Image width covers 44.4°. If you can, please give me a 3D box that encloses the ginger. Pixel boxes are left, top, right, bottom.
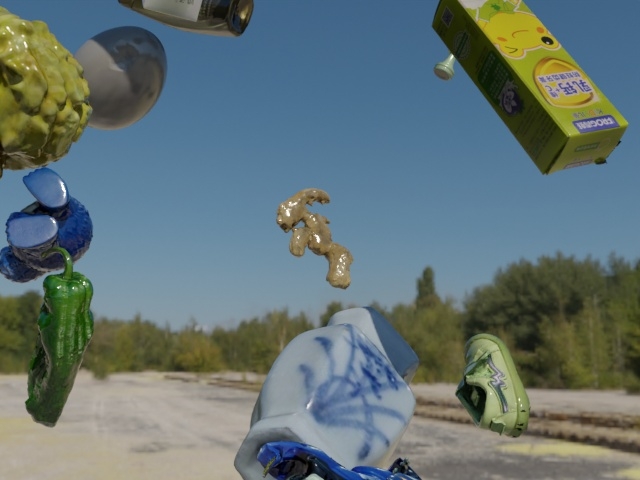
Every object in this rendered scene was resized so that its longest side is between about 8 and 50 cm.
[{"bbox_3d":[-0.015,0.000,1.754,0.149,0.259,0.065,-8,-26,-22],"label":"ginger"}]

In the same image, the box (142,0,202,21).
[{"bbox_3d":[-0.208,-0.414,1.169,0.083,0.154,0.040,7,32,-25],"label":"box"}]

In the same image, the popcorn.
[{"bbox_3d":[-0.476,-0.220,1.163,0.257,0.271,0.224,-15,-9,-3],"label":"popcorn"}]

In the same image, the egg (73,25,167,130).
[{"bbox_3d":[-0.391,-0.315,1.516,0.231,0.176,0.176,-31,-26,34],"label":"egg"}]

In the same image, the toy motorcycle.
[{"bbox_3d":[0.063,0.333,0.995,0.315,0.113,0.169,26,18,-29],"label":"toy motorcycle"}]

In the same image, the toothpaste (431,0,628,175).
[{"bbox_3d":[0.284,-0.239,1.101,0.110,0.328,0.077,-12,-34,-26],"label":"toothpaste"}]

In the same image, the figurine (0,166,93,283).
[{"bbox_3d":[-0.409,-0.003,1.185,0.120,0.164,0.262,28,-12,-9],"label":"figurine"}]

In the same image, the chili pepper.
[{"bbox_3d":[-0.351,0.139,1.045,0.074,0.257,0.100,9,20,-30],"label":"chili pepper"}]

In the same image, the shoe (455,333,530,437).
[{"bbox_3d":[0.364,0.303,1.682,0.128,0.262,0.140,13,-56,-27],"label":"shoe"}]

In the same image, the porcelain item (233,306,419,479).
[{"bbox_3d":[0.025,0.262,1.248,0.178,0.243,0.405,-40,2,26],"label":"porcelain item"}]

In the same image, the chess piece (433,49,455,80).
[{"bbox_3d":[0.261,-0.362,1.540,0.042,0.093,0.042,30,-12,7],"label":"chess piece"}]

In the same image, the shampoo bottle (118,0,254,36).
[{"bbox_3d":[-0.318,-0.548,1.810,0.350,0.126,0.084,18,-5,29],"label":"shampoo bottle"}]
